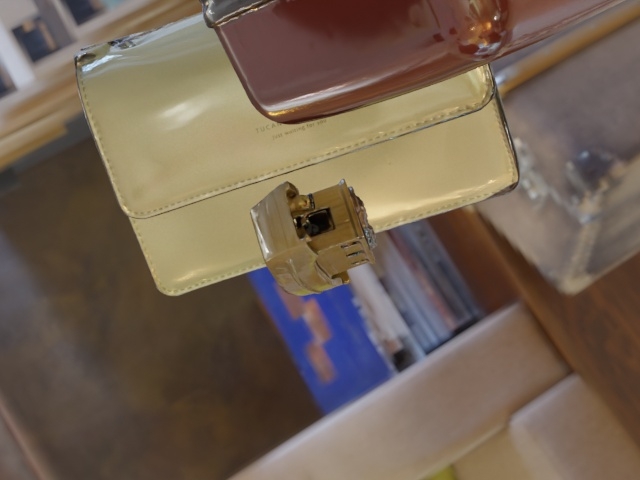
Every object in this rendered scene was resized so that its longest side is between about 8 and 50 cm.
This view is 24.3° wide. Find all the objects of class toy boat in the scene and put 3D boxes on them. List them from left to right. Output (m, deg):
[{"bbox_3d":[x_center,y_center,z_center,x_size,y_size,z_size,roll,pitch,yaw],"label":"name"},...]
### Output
[{"bbox_3d":[0.000,0.000,1.062,0.200,0.077,0.057,64,-174,-77],"label":"toy boat"}]

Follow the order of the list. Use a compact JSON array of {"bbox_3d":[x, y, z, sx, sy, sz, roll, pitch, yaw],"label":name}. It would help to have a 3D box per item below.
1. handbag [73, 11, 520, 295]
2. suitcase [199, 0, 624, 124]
[{"bbox_3d":[-0.019,-0.119,1.371,0.160,0.358,0.237,-89,-19,-69],"label":"handbag"},{"bbox_3d":[0.090,-0.191,0.852,0.236,0.297,0.161,-13,101,52],"label":"suitcase"}]
